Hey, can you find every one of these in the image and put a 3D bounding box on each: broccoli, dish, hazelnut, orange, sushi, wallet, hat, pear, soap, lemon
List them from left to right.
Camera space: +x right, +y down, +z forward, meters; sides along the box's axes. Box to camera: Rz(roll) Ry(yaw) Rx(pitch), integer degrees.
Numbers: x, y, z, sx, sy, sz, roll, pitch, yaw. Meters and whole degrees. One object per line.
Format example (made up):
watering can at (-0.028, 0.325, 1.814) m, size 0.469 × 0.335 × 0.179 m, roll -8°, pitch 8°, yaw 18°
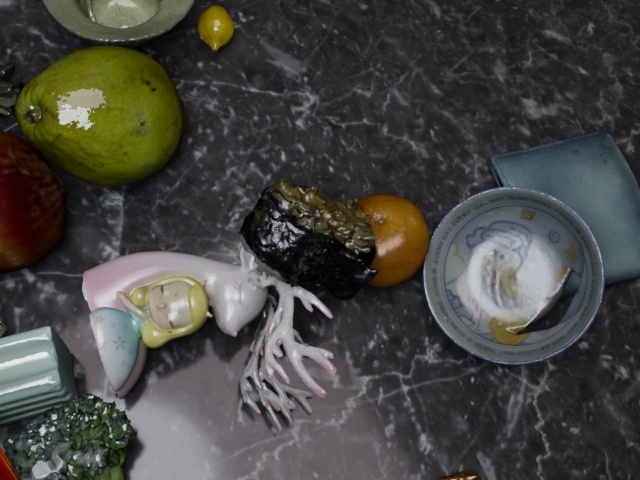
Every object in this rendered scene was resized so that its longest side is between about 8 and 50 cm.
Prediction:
soap at (-0.467, 0.201, 0.900) m, size 0.266 × 0.160 × 0.087 m, roll -14°, pitch 72°, yaw -14°
hazelnut at (-0.458, -0.059, 0.990) m, size 0.178 × 0.178 × 0.204 m, roll -20°, pitch 78°, yaw -17°
broccoli at (-0.309, 0.348, 0.887) m, size 0.199 × 0.177 × 0.274 m, roll -21°, pitch 87°, yaw -23°
pear at (-0.317, -0.184, 1.033) m, size 0.212 × 0.212 × 0.269 m, roll 57°, pitch 26°, yaw 13°
hat at (-0.336, -0.403, 1.175) m, size 0.257 × 0.130 × 0.257 m, roll 4°, pitch 68°, yaw -9°
lemon at (-0.185, -0.377, 1.230) m, size 0.065 × 0.065 × 0.092 m, roll 3°, pitch 69°, yaw -9°
sushi at (0.000, 0.000, 0.946) m, size 0.213 × 0.115 × 0.147 m, roll 19°, pitch 29°, yaw -46°
orange at (0.098, 0.003, 1.102) m, size 0.155 × 0.134 × 0.154 m, roll -6°, pitch 56°, yaw 9°
dish at (0.314, 0.056, 1.110) m, size 0.273 × 0.134 × 0.273 m, roll -2°, pitch 86°, yaw 26°
wallet at (0.457, -0.050, 1.222) m, size 0.251 × 0.054 × 0.290 m, roll -13°, pitch 70°, yaw -16°

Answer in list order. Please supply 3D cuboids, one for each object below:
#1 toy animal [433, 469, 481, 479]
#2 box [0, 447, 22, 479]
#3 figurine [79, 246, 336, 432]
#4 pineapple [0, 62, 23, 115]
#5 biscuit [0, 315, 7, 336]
toy animal at (0.194, 0.421, 0.953) m, size 0.298 × 0.122 × 0.185 m, roll -12°, pitch 72°, yaw -13°
box at (-0.470, 0.373, 0.794) m, size 0.313 × 0.089 × 0.197 m, roll -41°, pitch 78°, yaw 12°
figurine at (-0.145, 0.140, 0.980) m, size 0.316 × 0.206 × 0.284 m, roll -17°, pitch 67°, yaw -9°
pineapple at (-0.577, -0.285, 1.043) m, size 0.357 × 0.223 × 0.223 m, roll 42°, pitch 68°, yaw 7°
biscuit at (-0.574, 0.067, 0.992) m, size 0.150 × 0.052 × 0.252 m, roll -34°, pitch 78°, yaw -14°
